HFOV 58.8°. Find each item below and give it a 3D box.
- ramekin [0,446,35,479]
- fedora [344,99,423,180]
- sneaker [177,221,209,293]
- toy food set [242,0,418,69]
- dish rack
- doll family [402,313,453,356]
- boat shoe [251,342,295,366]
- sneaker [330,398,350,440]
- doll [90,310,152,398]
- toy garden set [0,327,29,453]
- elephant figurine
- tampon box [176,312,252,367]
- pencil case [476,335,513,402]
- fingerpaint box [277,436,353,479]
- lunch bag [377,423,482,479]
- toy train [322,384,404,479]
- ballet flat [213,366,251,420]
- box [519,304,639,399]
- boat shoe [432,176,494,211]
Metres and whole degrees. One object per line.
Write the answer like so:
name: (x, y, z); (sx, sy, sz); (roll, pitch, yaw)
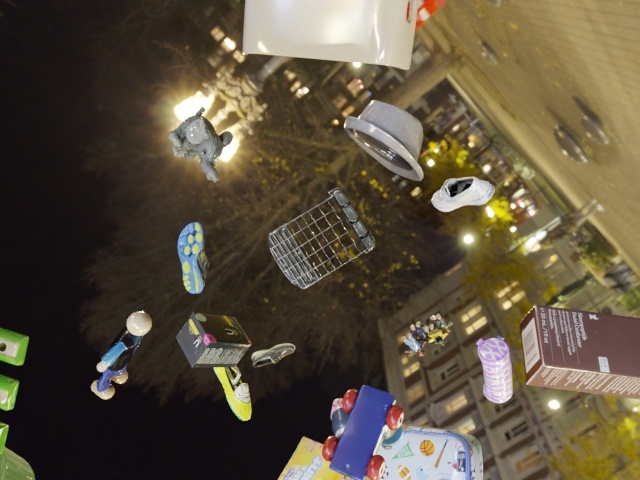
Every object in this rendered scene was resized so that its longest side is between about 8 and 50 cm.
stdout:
ramekin: (-0.807, 0.603, 1.288); (0.148, 0.303, 0.303); (59, -172, -43)
fedora: (0.198, -0.292, 1.568); (0.275, 0.124, 0.244); (34, 179, -33)
sneaker: (-0.335, 0.045, 1.507); (0.078, 0.067, 0.188); (-65, -27, -82)
toy food set: (0.012, -0.416, 0.962); (0.306, 0.219, 0.092); (10, -167, 16)
dish rack: (0.000, 0.000, 1.601); (0.208, 0.272, 0.074); (58, 180, -5)
doll family: (0.377, 0.338, 1.988); (0.111, 0.193, 0.076); (46, -149, -35)
boat shoe: (-0.152, 0.379, 1.854); (0.049, 0.152, 0.056); (-98, -17, -46)
sneaker: (0.112, 0.588, 1.763); (0.319, 0.112, 0.131); (66, -172, -52)
doll: (-0.316, 0.175, 0.918); (0.046, 0.189, 0.129); (34, -144, -1)
toy garden set: (-0.560, 0.240, 0.846); (0.204, 0.244, 0.049); (12, 179, 16)
elephant figurine: (-0.372, -0.321, 1.876); (0.239, 0.169, 0.186); (20, 129, 42)
tampon box: (-0.304, 0.287, 1.626); (0.161, 0.101, 0.120); (16, -154, -50)
pencil case: (0.476, 0.357, 1.555); (0.088, 0.086, 0.206); (18, 138, 40)
fingerpaint box: (-0.033, 0.838, 1.537); (0.445, 0.163, 0.371); (-52, -49, -33)
lunch bag: (0.261, 0.595, 1.425); (0.115, 0.303, 0.243); (23, -112, -50)
toy train: (0.068, 0.390, 0.978); (0.105, 0.248, 0.143); (13, 153, 28)
ballet flat: (-0.280, 0.477, 1.871); (0.077, 0.077, 0.231); (14, -144, -54)
box: (0.762, 0.310, 1.557); (0.382, 0.143, 0.191); (7, -127, 0)
boat shoe: (0.405, -0.151, 1.697); (0.084, 0.095, 0.258); (31, 162, -20)
